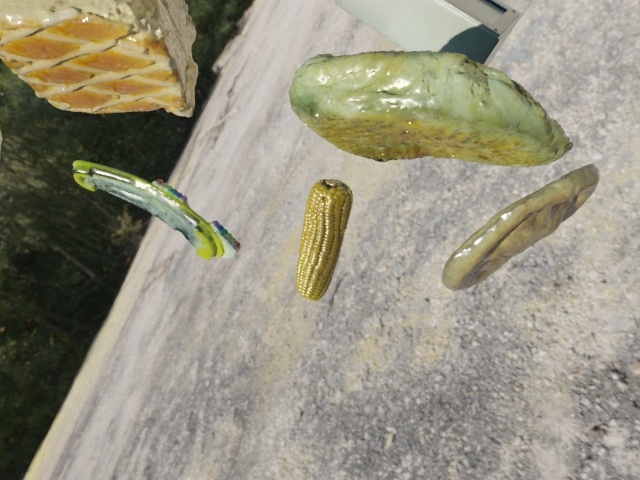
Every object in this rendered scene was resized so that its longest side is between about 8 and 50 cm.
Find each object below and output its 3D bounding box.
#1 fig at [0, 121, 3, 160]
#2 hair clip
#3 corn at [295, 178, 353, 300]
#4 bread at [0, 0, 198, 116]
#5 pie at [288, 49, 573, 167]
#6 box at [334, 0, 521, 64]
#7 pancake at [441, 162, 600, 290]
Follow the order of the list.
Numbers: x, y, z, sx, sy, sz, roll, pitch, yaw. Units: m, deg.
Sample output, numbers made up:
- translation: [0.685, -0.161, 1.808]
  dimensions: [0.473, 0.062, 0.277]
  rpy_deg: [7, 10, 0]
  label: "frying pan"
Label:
- translation: [-0.453, -0.102, 0.548]
  dimensions: [0.271, 0.239, 0.239]
  rpy_deg: [41, 104, 42]
  label: "fig"
- translation: [-0.159, -0.031, 0.538]
  dimensions: [0.033, 0.188, 0.060]
  rpy_deg: [-58, -6, -30]
  label: "hair clip"
- translation: [0.000, 0.000, 0.975]
  dimensions: [0.080, 0.080, 0.231]
  rpy_deg: [-106, 27, -61]
  label: "corn"
- translation: [-0.494, -0.472, 1.222]
  dimensions: [0.371, 0.390, 0.279]
  rpy_deg: [89, -178, -71]
  label: "bread"
- translation: [0.106, -0.127, 0.557]
  dimensions: [0.277, 0.277, 0.078]
  rpy_deg: [-169, 88, -68]
  label: "pie"
- translation: [0.153, -0.327, 0.771]
  dimensions: [0.129, 0.225, 0.086]
  rpy_deg: [-48, -9, -44]
  label: "box"
- translation: [0.260, -0.009, 0.711]
  dimensions: [0.236, 0.042, 0.222]
  rpy_deg: [-29, -20, -10]
  label: "pancake"
